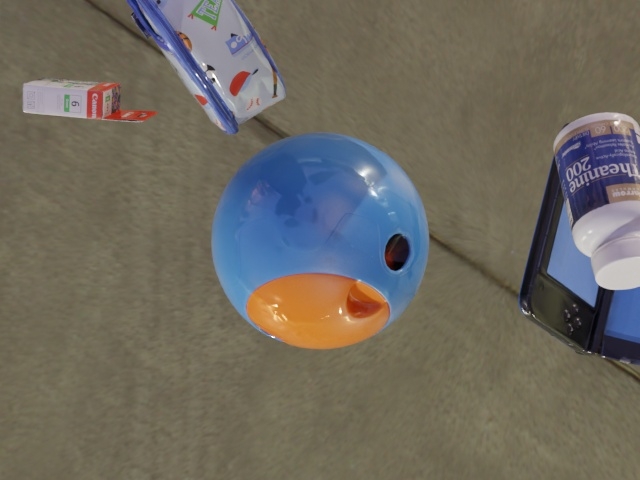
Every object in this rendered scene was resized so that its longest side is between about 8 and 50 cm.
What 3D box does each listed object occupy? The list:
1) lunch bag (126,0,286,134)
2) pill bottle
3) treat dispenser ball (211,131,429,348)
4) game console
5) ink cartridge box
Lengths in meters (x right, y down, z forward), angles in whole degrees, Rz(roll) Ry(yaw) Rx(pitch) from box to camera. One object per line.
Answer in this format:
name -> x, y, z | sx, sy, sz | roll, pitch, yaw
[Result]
lunch bag -> -0.170, -0.284, 1.485 | 0.115, 0.243, 0.303 | -37, 45, 0
pill bottle -> 0.213, -0.028, 0.892 | 0.067, 0.067, 0.120 | -11, 59, 9
treat dispenser ball -> 0.000, 0.000, 1.614 | 0.288, 0.288, 0.288 | 0, 89, 9
game console -> 0.432, 0.010, 1.672 | 0.173, 0.250, 0.293 | -2, 65, 45
ink cartridge box -> -0.215, -0.133, 1.151 | 0.115, 0.063, 0.029 | 5, 104, 5
